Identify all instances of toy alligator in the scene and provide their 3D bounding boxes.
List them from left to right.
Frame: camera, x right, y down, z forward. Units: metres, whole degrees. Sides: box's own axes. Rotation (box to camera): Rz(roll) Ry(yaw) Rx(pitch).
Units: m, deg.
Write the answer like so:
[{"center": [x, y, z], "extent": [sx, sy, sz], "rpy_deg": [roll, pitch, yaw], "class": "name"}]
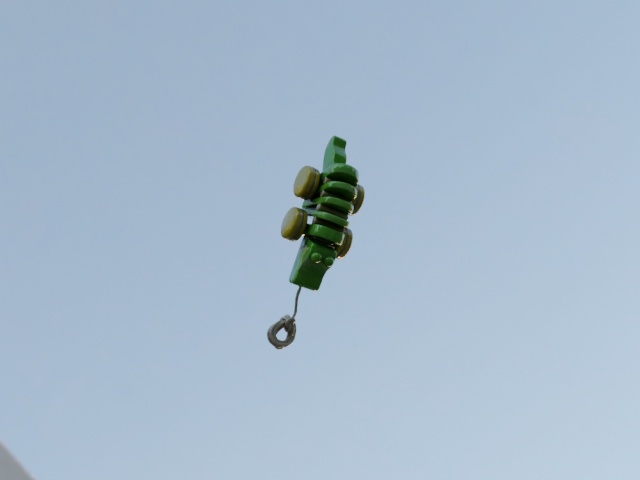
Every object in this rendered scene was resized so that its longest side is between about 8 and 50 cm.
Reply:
[{"center": [0.000, 0.000, 0.974], "extent": [0.056, 0.051, 0.189], "rpy_deg": [21, -103, -23], "class": "toy alligator"}]
